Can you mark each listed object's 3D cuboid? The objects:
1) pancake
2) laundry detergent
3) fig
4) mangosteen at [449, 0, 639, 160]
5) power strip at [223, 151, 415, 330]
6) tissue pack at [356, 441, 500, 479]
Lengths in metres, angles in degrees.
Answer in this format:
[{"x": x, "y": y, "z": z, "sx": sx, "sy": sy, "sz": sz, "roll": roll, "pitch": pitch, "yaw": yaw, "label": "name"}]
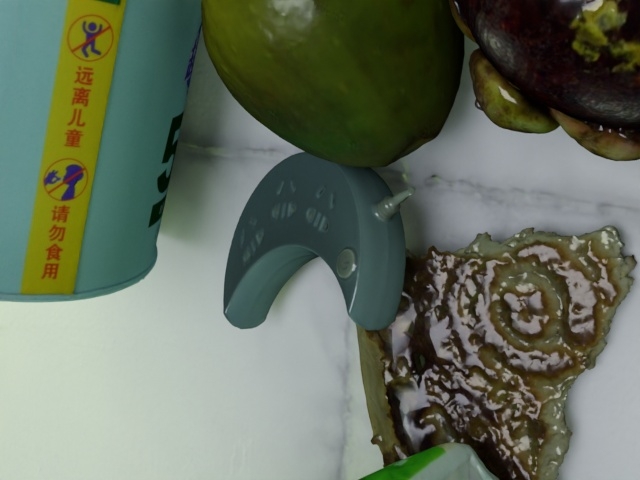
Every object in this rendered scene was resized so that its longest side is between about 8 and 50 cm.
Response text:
[{"x": 0.132, "y": 0.090, "z": 0.706, "sx": 0.244, "sy": 0.057, "sz": 0.266, "roll": -40, "pitch": 78, "yaw": 23, "label": "pancake"}, {"x": -0.238, "y": -0.148, "z": 0.773, "sx": 0.287, "sy": 0.287, "sz": 0.305, "roll": 25, "pitch": 110, "yaw": 30, "label": "laundry detergent"}, {"x": 0.014, "y": -0.141, "z": 0.666, "sx": 0.181, "sy": 0.181, "sz": 0.191, "roll": -32, "pitch": 94, "yaw": 34, "label": "fig"}, {"x": 0.159, "y": -0.140, "z": 0.578, "sx": 0.192, "sy": 0.192, "sz": 0.217, "roll": 55, "pitch": 153, "yaw": 16, "label": "mangosteen"}, {"x": 0.000, "y": 0.000, "z": 0.735, "sx": 0.216, "sy": 0.044, "sz": 0.137, "roll": -10, "pitch": 71, "yaw": 54, "label": "power strip"}, {"x": -0.070, "y": 0.328, "z": 0.661, "sx": 0.405, "sy": 0.332, "sz": 0.205, "roll": -40, "pitch": 81, "yaw": 39, "label": "tissue pack"}]
